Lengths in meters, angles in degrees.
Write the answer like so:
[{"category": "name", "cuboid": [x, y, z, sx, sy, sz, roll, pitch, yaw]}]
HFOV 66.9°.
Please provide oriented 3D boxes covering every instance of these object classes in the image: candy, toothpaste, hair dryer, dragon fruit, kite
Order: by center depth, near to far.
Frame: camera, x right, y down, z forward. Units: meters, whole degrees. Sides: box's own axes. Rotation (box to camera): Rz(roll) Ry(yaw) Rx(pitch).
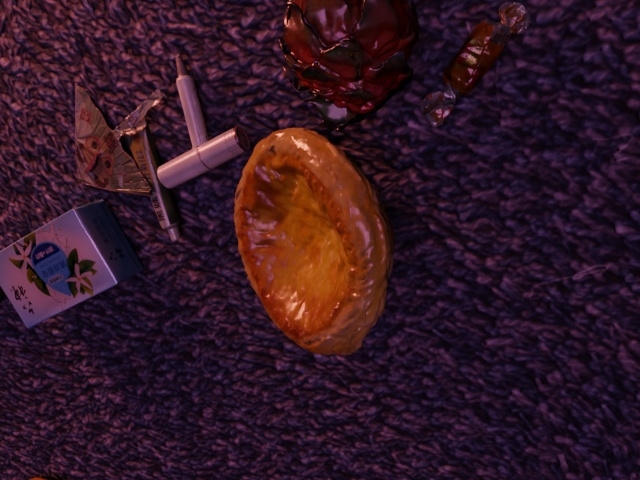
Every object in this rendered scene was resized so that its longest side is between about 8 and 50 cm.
[{"category": "dragon fruit", "cuboid": [0.033, -0.250, 0.602, 0.183, 0.182, 0.188, 14, 152, 10]}, {"category": "candy", "cuboid": [0.197, -0.229, 0.632, 0.053, 0.046, 0.182, 38, 109, -1]}, {"category": "hair dryer", "cuboid": [-0.212, -0.192, 0.753, 0.155, 0.044, 0.183, -23, 94, 18]}, {"category": "kite", "cuboid": [-0.335, -0.168, 0.785, 0.250, 0.012, 0.229, -34, 88, 27]}, {"category": "toothpaste", "cuboid": [-0.271, -0.096, 0.796, 0.049, 0.031, 0.204, -14, 99, 22]}]

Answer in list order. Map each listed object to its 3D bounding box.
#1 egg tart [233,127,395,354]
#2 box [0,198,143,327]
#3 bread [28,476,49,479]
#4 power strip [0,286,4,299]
[{"category": "egg tart", "cuboid": [0.000, 0.000, 0.679, 0.319, 0.128, 0.318, 17, 113, 45]}, {"category": "box", "cuboid": [-0.450, 0.043, 0.853, 0.232, 0.083, 0.142, -24, 99, 18]}, {"category": "bread", "cuboid": [-0.593, 0.626, 1.056, 0.134, 0.081, 0.224, 4, 108, 18]}, {"category": "power strip", "cuboid": [-0.727, 0.068, 0.941, 0.216, 0.061, 0.145, 40, 110, 1]}]
